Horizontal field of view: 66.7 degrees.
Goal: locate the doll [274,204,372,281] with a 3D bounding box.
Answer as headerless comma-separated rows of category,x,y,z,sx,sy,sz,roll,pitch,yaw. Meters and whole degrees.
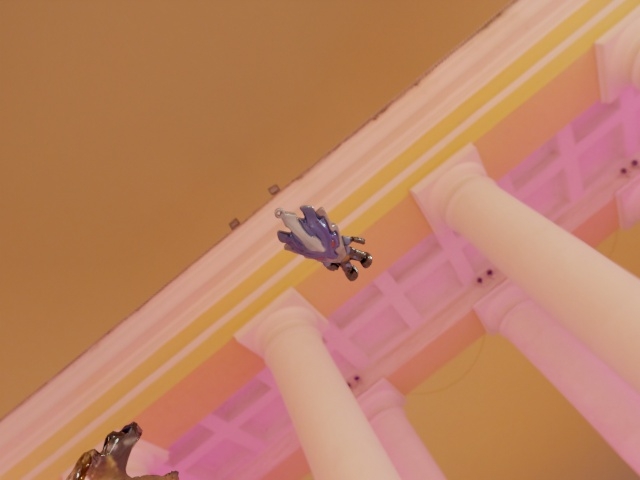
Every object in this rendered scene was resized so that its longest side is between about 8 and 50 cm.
doll,0.000,0.000,0.800,0.195,0.070,0.096,34,-68,-29

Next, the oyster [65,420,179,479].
oyster,-0.132,0.277,0.235,0.096,0.361,0.221,-32,-79,14
